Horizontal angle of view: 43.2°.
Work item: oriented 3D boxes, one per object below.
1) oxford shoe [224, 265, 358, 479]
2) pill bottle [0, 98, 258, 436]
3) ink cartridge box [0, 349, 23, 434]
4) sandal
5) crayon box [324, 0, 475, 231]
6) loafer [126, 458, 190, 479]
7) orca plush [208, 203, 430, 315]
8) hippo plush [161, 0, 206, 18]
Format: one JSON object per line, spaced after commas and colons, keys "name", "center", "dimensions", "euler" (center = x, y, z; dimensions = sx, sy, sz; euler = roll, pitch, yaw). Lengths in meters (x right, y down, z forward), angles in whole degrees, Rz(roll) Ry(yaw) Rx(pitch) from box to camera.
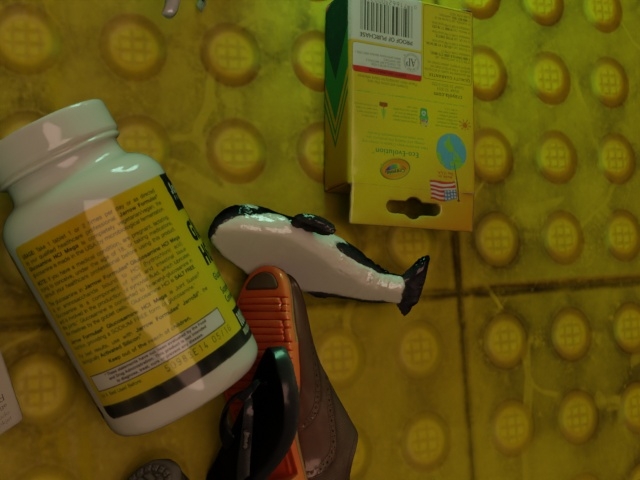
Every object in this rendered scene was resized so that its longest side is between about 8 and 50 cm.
{"name": "oxford shoe", "center": [-0.031, 0.210, 1.010], "dimensions": [0.132, 0.130, 0.364], "euler": [-6, 93, -44]}
{"name": "pill bottle", "center": [-0.221, 0.026, 0.885], "dimensions": [0.187, 0.188, 0.334], "euler": [-31, 99, -25]}
{"name": "ink cartridge box", "center": [-0.413, 0.072, 0.703], "dimensions": [0.207, 0.119, 0.354], "euler": [-35, 141, -36]}
{"name": "sandal", "center": [-0.087, 0.232, 0.916], "dimensions": [0.054, 0.097, 0.255], "euler": [7, 119, -30]}
{"name": "crayon box", "center": [0.109, -0.171, 1.120], "dimensions": [0.202, 0.081, 0.319], "euler": [4, 83, -25]}
{"name": "loafer", "center": [-0.202, 0.374, 0.926], "dimensions": [0.087, 0.094, 0.251], "euler": [23, 84, -47]}
{"name": "orca plush", "center": [0.000, 0.000, 1.040], "dimensions": [0.287, 0.151, 0.102], "euler": [7, 44, -8]}
{"name": "hippo plush", "center": [-0.173, -0.470, 0.981], "dimensions": [0.236, 0.234, 0.294], "euler": [34, 114, -1]}
